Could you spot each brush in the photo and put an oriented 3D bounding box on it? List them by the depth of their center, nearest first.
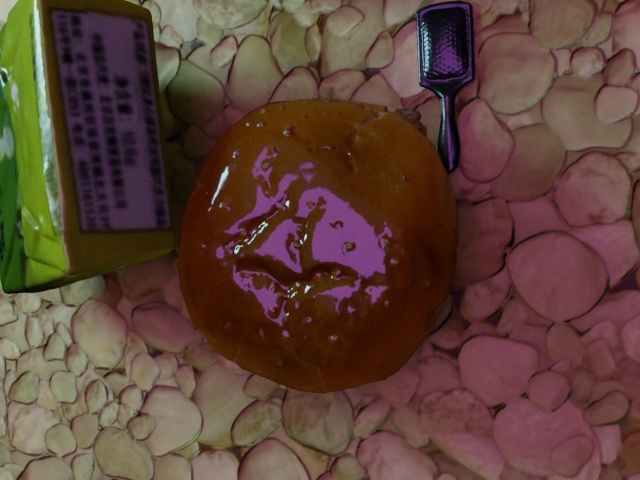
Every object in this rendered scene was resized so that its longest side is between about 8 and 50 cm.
[{"bbox_3d":[0.139,-0.167,0.916,0.063,0.016,0.193,-3,87,19],"label":"brush"}]

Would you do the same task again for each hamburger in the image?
[{"bbox_3d":[0.000,0.000,0.881,0.290,0.170,0.314,14,91,12],"label":"hamburger"}]

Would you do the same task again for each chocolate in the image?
[{"bbox_3d":[-0.279,-0.099,0.932,0.289,0.137,0.300,-12,84,57],"label":"chocolate"}]
